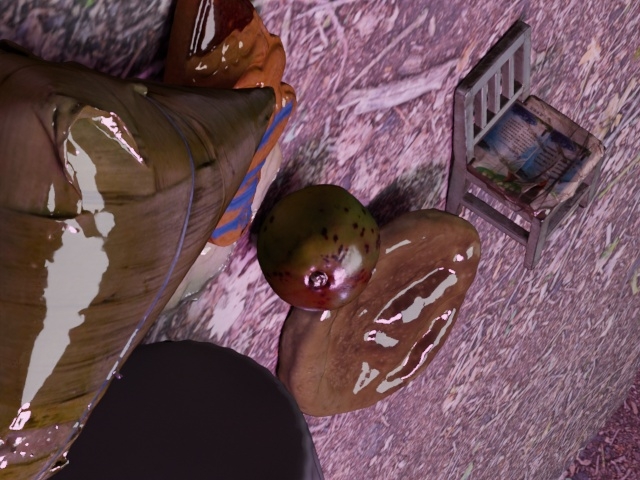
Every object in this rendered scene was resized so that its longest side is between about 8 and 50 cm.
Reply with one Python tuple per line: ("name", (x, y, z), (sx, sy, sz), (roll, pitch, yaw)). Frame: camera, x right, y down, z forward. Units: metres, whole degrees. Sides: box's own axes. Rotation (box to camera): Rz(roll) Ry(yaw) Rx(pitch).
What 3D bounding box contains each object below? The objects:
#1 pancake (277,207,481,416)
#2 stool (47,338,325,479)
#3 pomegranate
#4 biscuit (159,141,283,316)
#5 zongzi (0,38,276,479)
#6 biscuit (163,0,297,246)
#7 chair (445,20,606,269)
("pancake", (0.065, 0.091, 1.921), (0.294, 0.049, 0.294), (-28, 144, -23))
("stool", (-0.123, 0.275, 1.528), (0.297, 0.297, 0.330), (-47, 154, -25))
("pomegranate", (0.002, 0.005, 1.625), (0.130, 0.130, 0.130), (-47, 158, -25))
("biscuit", (-0.117, -0.006, 1.446), (0.265, 0.040, 0.188), (-44, 155, -31))
("zongzi", (-0.162, 0.026, 1.190), (0.360, 0.160, 0.323), (-15, 130, -64))
("biscuit", (-0.076, -0.100, 1.343), (0.183, 0.043, 0.280), (-48, 154, -36))
("chair", (0.246, -0.104, 1.990), (0.136, 0.147, 0.270), (-47, 160, -24))
